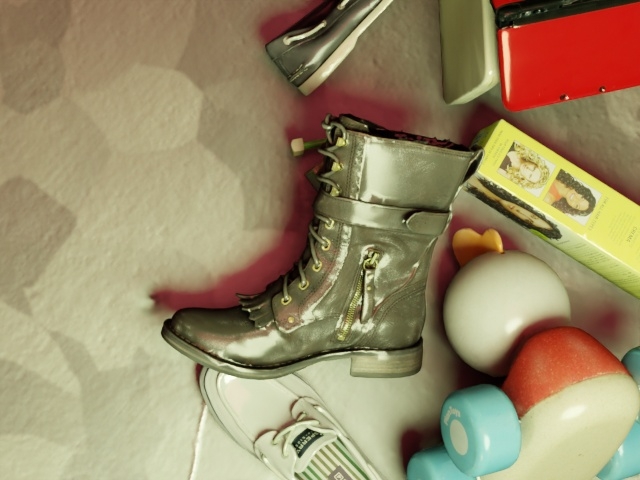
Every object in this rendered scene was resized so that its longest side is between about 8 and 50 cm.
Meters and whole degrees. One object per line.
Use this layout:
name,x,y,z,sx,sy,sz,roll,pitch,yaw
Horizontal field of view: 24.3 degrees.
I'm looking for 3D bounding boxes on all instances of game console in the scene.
game console,0.206,-0.192,1.249,0.144,0.085,0.124,-12,58,-10

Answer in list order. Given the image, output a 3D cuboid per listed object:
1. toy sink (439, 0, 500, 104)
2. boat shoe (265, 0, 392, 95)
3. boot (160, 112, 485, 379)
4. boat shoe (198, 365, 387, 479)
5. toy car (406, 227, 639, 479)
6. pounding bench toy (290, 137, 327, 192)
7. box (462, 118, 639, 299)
toy sink,0.186,-0.246,1.331,0.131,0.153,0.234,-1,86,-9
boat shoe,0.031,-0.227,1.347,0.065,0.075,0.206,40,87,-8
boot,0.000,0.000,1.287,0.262,0.091,0.229,2,110,-18
boat shoe,-0.011,0.177,1.317,0.226,0.076,0.083,39,82,-5
toy car,0.170,0.101,1.321,0.219,0.210,0.238,-11,59,-21
pounding bench toy,0.020,-0.073,1.347,0.065,0.052,0.083,-38,93,-9
box,0.237,-0.022,1.361,0.232,0.087,0.058,31,81,-5
